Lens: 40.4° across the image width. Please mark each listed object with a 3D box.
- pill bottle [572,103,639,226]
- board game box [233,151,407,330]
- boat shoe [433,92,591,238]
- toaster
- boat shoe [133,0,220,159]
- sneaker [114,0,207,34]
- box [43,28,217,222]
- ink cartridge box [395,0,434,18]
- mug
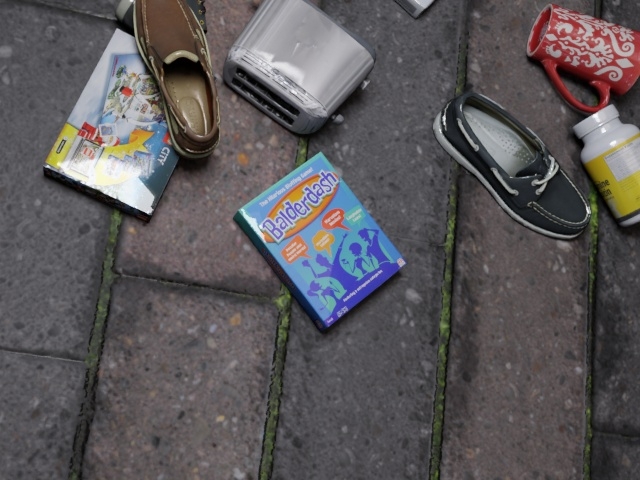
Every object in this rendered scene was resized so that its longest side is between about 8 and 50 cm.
[{"bbox_3d":[0.487,-0.122,1.405,0.103,0.103,0.184,-28,85,-20],"label":"pill bottle"},{"bbox_3d":[0.000,0.000,1.264,0.160,0.047,0.210,-38,88,-21],"label":"board game box"},{"bbox_3d":[0.311,-0.114,1.358,0.302,0.091,0.114,34,70,-6],"label":"boat shoe"},{"bbox_3d":[-0.042,-0.265,1.275,0.227,0.129,0.146,36,72,-7],"label":"toaster"},{"bbox_3d":[-0.187,-0.244,1.186,0.095,0.095,0.257,-19,86,-16],"label":"boat shoe"},{"bbox_3d":[-0.191,-0.376,1.291,0.118,0.083,0.222,39,79,-9],"label":"sneaker"},{"bbox_3d":[-0.266,-0.163,1.229,0.159,0.044,0.233,26,71,-9],"label":"box"},{"bbox_3d":[0.161,-0.474,1.430,0.145,0.045,0.179,41,72,-4],"label":"ink cartridge box"},{"bbox_3d":[0.434,-0.305,1.429,0.169,0.113,0.150,19,59,-7],"label":"mug"}]
